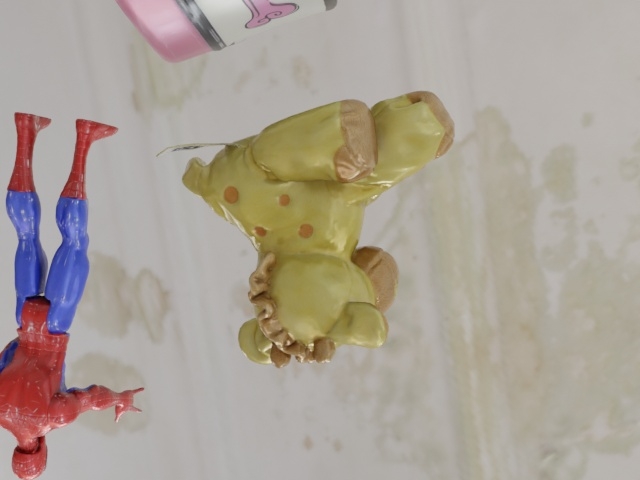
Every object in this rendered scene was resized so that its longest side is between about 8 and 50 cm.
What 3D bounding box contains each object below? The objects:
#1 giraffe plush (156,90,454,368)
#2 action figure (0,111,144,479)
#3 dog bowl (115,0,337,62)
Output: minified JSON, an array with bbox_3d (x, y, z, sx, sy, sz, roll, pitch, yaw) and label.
[{"bbox_3d":[0.000,0.000,0.971,0.181,0.210,0.171,159,-83,-71],"label":"giraffe plush"},{"bbox_3d":[-0.200,0.048,1.069,0.091,0.139,0.281,8,-90,18],"label":"action figure"},{"bbox_3d":[-0.157,-0.322,1.087,0.150,0.408,0.408,-33,-101,3],"label":"dog bowl"}]
